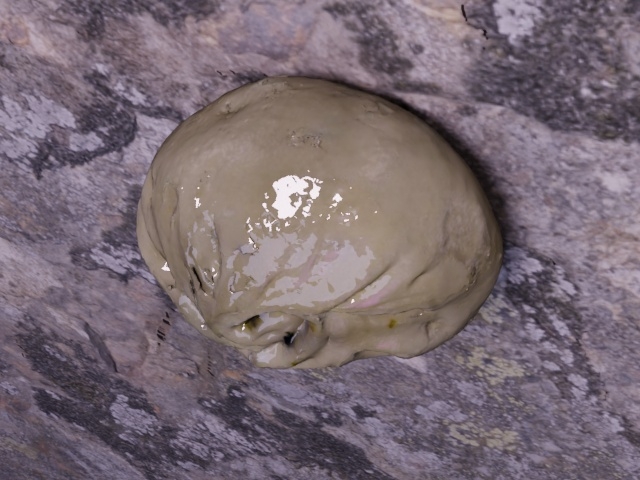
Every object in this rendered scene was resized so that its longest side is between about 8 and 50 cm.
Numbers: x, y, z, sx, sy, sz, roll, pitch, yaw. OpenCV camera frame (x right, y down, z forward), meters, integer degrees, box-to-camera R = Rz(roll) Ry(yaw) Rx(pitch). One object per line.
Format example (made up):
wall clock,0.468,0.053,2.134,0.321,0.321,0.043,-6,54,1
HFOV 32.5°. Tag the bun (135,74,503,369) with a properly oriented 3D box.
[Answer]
bun,0.000,0.000,1.079,0.362,0.234,0.326,24,144,-8
